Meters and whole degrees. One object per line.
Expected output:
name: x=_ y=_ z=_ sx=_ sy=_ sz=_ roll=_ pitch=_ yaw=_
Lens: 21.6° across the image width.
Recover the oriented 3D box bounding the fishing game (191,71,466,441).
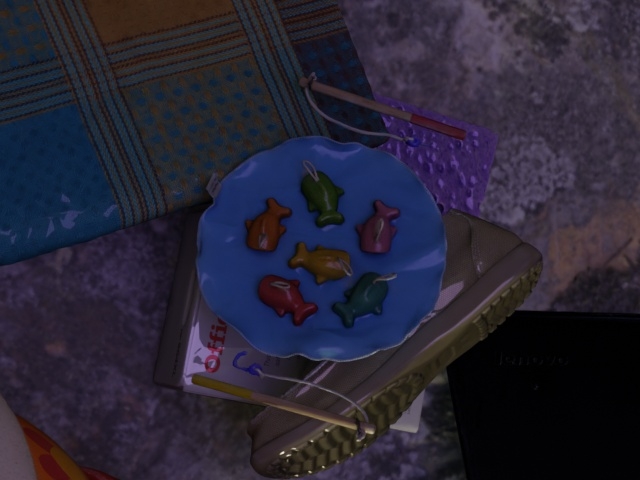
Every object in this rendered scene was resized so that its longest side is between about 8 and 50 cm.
fishing game: x=0.000 y=0.000 z=1.217 sx=0.189 sy=0.041 sz=0.264 roll=19 pitch=67 yaw=8

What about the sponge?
sponge: x=0.039 y=-0.062 z=1.381 sx=0.210 sy=0.031 sz=0.117 roll=16 pitch=84 yaw=-21

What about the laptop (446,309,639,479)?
laptop: x=0.267 y=0.299 z=1.477 sx=0.381 sy=0.236 sz=0.408 roll=3 pitch=117 yaw=-21

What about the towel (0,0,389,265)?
towel: x=-0.152 y=-0.146 z=1.265 sx=0.370 sy=0.040 sz=0.271 roll=-18 pitch=84 yaw=-26

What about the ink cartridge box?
ink cartridge box: x=-0.016 y=0.062 z=1.328 sx=0.203 sy=0.086 sz=0.148 roll=13 pitch=84 yaw=-21

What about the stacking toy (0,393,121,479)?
stacking toy: x=-0.145 y=0.303 z=1.208 sx=0.480 sy=0.350 sz=0.351 roll=20 pitch=82 yaw=-39

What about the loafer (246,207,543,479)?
loafer: x=0.044 y=0.076 z=1.258 sx=0.268 sy=0.102 sz=0.092 roll=-37 pitch=67 yaw=-12
